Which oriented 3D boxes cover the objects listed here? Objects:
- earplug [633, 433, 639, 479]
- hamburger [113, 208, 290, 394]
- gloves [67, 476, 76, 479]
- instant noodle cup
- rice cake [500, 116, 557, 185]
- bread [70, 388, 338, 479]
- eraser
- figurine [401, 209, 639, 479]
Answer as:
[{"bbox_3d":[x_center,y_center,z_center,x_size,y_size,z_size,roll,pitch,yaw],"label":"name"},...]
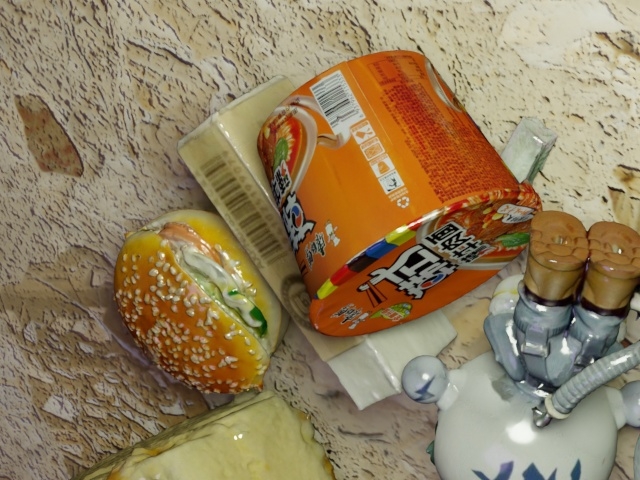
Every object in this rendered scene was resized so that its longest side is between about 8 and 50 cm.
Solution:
[{"bbox_3d":[0.423,0.238,1.489,0.325,0.175,0.214,44,122,55],"label":"earplug"},{"bbox_3d":[-0.136,0.068,1.841,0.237,0.147,0.237,17,123,29],"label":"hamburger"},{"bbox_3d":[-0.278,0.438,2.149,0.135,0.107,0.268,-12,89,28],"label":"gloves"},{"bbox_3d":[0.064,-0.052,1.580,0.250,0.250,0.192,-45,62,39],"label":"instant noodle cup"},{"bbox_3d":[0.178,-0.037,1.658,0.047,0.036,0.207,42,130,23],"label":"rice cake"},{"bbox_3d":[-0.154,0.410,1.915,0.390,0.279,0.371,-26,94,27],"label":"bread"},{"bbox_3d":[0.000,0.000,1.721,0.078,0.144,0.343,-32,93,41],"label":"eraser"},{"bbox_3d":[0.215,0.138,1.625,0.261,0.186,0.382,17,127,9],"label":"figurine"}]
